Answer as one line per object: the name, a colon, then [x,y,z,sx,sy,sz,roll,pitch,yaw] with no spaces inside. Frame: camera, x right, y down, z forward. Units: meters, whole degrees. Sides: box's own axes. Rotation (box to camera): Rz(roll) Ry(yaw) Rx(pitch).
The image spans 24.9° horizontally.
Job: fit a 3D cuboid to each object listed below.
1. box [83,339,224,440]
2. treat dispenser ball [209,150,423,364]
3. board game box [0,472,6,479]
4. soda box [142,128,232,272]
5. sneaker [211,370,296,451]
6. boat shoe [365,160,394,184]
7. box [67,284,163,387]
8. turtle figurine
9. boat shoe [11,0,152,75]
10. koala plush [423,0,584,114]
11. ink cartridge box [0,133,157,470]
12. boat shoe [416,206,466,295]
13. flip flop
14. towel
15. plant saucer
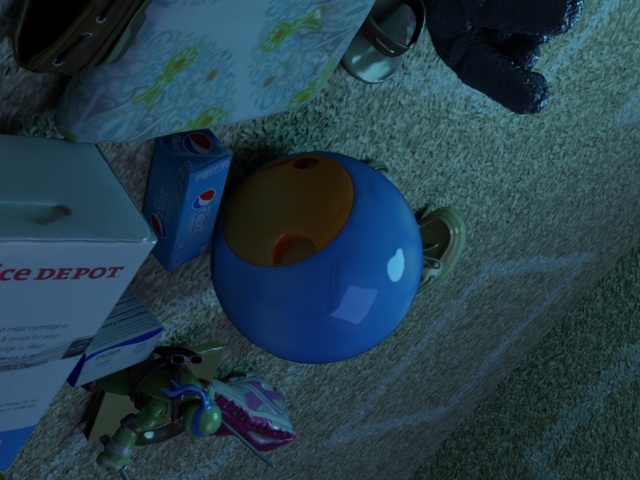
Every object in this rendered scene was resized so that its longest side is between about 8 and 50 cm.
box: [-0.259,0.233,2.249,0.201,0.021,0.164,-10,139,-36]
treat dispenser ball: [-0.005,0.023,1.958,0.288,0.288,0.288,-34,158,-16]
board game box: [-0.475,0.416,1.861,0.233,0.347,0.078,-34,157,-18]
soda box: [-0.172,-0.054,1.825,0.067,0.071,0.210,-28,156,-31]
sneaker: [-0.146,0.277,2.495,0.103,0.111,0.252,-27,143,24]
boat shoe: [0.000,0.000,2.177,0.302,0.103,0.113,-36,159,-12]
box: [-0.293,0.100,1.835,0.126,0.137,0.072,-20,150,-43]
turtle figurine: [-0.241,0.240,1.978,0.198,0.266,0.274,-44,145,-19]
boat shoe: [-0.199,-0.261,1.322,0.104,0.111,0.307,-23,152,-41]
koala plush: [0.261,-0.313,1.958,0.221,0.203,0.196,-47,159,-52]
ink cartridge box: [-0.398,0.077,1.531,0.285,0.166,0.395,0,136,-46]
boat shoe: [0.145,0.056,2.531,0.089,0.104,0.285,-12,146,-55]
flip flop: [0.091,-0.283,1.808,0.112,0.080,0.277,-30,156,-25]
towel: [-0.082,-0.249,1.576,0.374,0.090,0.320,-15,147,-48]
plant saucer: [-0.252,0.265,2.339,0.168,0.029,0.168,-24,143,-20]
